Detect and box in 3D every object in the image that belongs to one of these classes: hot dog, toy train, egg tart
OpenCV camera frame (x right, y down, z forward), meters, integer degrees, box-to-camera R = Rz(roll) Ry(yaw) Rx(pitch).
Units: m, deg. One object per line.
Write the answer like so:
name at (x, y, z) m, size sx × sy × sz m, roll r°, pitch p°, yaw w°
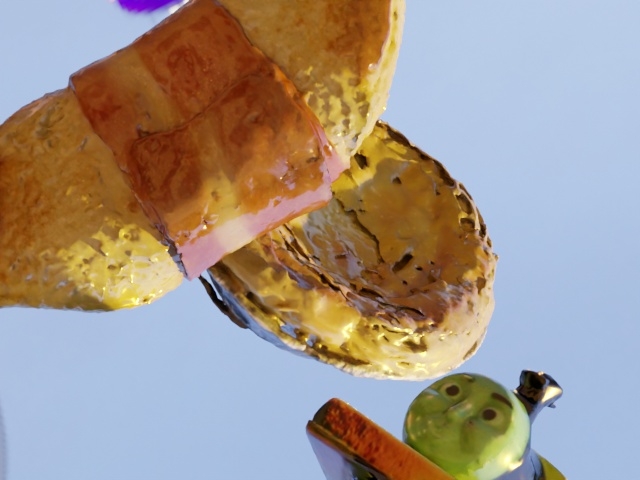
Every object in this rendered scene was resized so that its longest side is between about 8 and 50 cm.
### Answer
hot dog at (-0.059, -0.051, 0.792) m, size 0.261 × 0.093 × 0.123 m, roll -30°, pitch -107°, yaw -1°
toy train at (0.066, 0.170, 0.707) m, size 0.100 × 0.296 × 0.160 m, roll 30°, pitch -115°, yaw 38°
egg tart at (0.000, 0.000, 0.982) m, size 0.094 × 0.234 × 0.234 m, roll -49°, pitch -151°, yaw 33°
